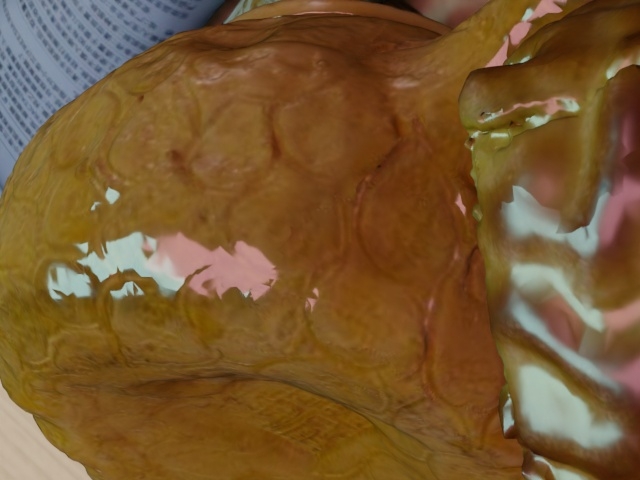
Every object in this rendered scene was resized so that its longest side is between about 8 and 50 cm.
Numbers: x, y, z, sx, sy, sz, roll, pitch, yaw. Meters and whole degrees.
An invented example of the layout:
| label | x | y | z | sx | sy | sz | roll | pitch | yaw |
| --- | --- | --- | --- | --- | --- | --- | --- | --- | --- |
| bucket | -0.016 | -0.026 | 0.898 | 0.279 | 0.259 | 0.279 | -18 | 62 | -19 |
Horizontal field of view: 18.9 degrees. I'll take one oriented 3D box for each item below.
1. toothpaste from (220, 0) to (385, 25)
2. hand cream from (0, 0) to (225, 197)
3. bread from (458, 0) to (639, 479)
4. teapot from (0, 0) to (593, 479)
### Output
| label | x | y | z | sx | sy | sz | roll | pitch | yaw |
| --- | --- | --- | --- | --- | --- | --- | --- | --- | --- |
| toothpaste | -0.022 | -0.061 | 0.699 | 0.060 | 0.038 | 0.233 | 56 | 132 | 16 |
| hand cream | -0.078 | -0.095 | 0.723 | 0.091 | 0.058 | 0.271 | 54 | 133 | 6 |
| bread | 0.131 | 0.019 | 0.477 | 0.096 | 0.222 | 0.181 | -8 | 94 | 39 |
| teapot | 0.000 | 0.000 | 0.625 | 0.203 | 0.167 | 0.311 | 26 | 150 | -18 |
